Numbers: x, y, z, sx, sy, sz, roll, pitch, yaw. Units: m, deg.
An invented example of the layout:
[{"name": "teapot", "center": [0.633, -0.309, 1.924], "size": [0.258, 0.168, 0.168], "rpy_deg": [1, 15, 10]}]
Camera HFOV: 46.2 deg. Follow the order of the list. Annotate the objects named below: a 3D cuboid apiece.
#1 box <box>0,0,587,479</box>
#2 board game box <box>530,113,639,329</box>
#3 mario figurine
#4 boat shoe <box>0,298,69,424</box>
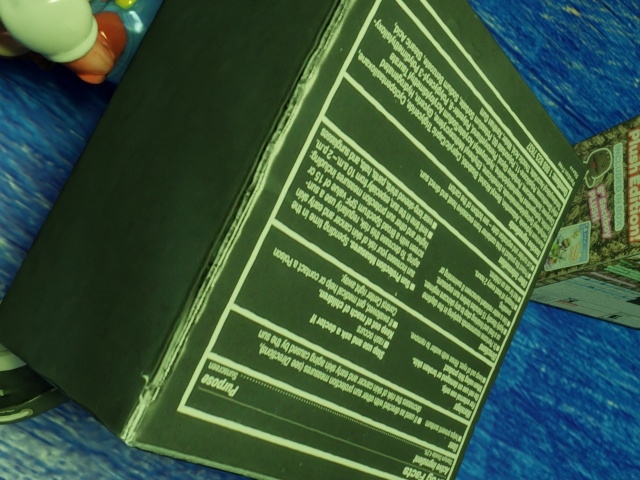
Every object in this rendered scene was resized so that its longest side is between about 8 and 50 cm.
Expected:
[{"name": "box", "center": [0.000, 0.000, 0.507], "size": [0.296, 0.183, 0.294], "rpy_deg": [35, 76, -45]}, {"name": "board game box", "center": [0.367, -0.017, 0.763], "size": [0.232, 0.291, 0.141], "rpy_deg": [15, 68, -27]}, {"name": "mario figurine", "center": [-0.149, -0.182, 0.569], "size": [0.321, 0.198, 0.170], "rpy_deg": [19, 81, -30]}, {"name": "boat shoe", "center": [-0.152, 0.062, 0.570], "size": [0.233, 0.084, 0.079], "rpy_deg": [-23, 126, -41]}]
